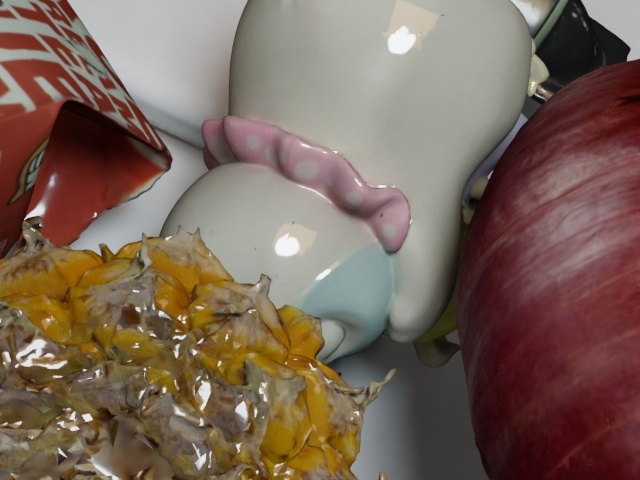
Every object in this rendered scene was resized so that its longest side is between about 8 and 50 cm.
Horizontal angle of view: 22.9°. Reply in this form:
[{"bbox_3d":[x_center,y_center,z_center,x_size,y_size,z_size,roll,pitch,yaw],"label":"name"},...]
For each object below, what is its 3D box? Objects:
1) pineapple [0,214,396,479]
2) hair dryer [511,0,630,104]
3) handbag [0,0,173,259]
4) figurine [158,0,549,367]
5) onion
[{"bbox_3d":[-0.081,0.092,0.550,0.225,0.076,0.224,0,84,-1],"label":"pineapple"},{"bbox_3d":[0.100,-0.185,0.848,0.195,0.078,0.248,34,49,-5],"label":"hair dryer"},{"bbox_3d":[-0.206,-0.050,0.584,0.298,0.151,0.171,-27,70,-37],"label":"handbag"},{"bbox_3d":[0.000,0.000,0.663,0.155,0.127,0.235,32,79,-52],"label":"figurine"},{"bbox_3d":[0.225,0.054,0.580,0.348,0.285,0.347,34,29,-22],"label":"onion"}]
